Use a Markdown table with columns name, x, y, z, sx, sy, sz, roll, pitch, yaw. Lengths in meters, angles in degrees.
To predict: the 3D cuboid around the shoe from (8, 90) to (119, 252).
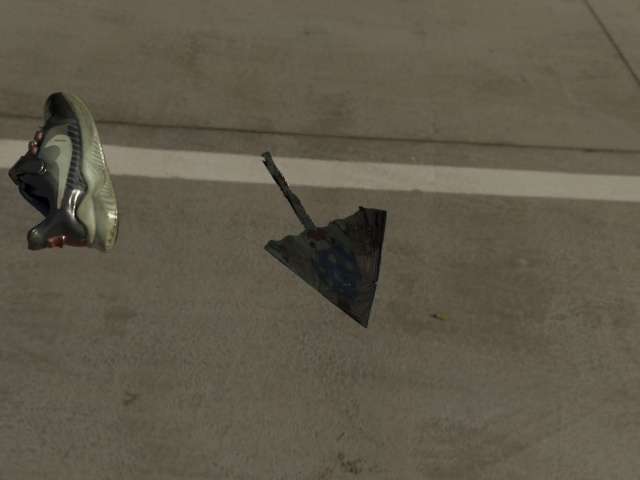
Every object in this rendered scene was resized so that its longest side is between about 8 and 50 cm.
| name | x | y | z | sx | sy | sz | roll | pitch | yaw |
| --- | --- | --- | --- | --- | --- | --- | --- | --- | --- |
| shoe | -0.328 | -0.083 | 0.699 | 0.112 | 0.099 | 0.227 | -16 | 75 | -31 |

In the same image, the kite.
| name | x | y | z | sx | sy | sz | roll | pitch | yaw |
| --- | --- | --- | --- | --- | --- | --- | --- | --- | --- |
| kite | 0.000 | 0.000 | 0.854 | 0.011 | 0.335 | 0.314 | -35 | 99 | -34 |
